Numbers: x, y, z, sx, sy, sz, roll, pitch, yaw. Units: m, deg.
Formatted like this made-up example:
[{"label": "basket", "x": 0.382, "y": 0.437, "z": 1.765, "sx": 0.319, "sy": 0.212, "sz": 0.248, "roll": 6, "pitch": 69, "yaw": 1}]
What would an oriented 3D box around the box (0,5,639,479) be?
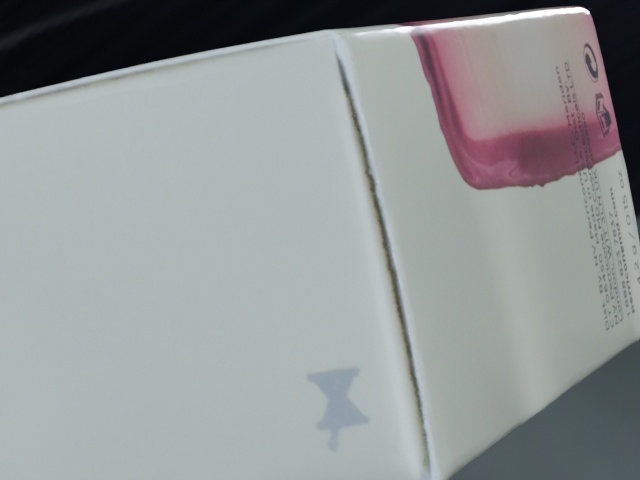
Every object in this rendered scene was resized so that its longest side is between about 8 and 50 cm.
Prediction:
[{"label": "box", "x": 0.000, "y": 0.000, "z": 0.618, "sx": 0.232, "sy": 0.149, "sz": 0.126, "roll": -18, "pitch": 98, "yaw": -65}]
